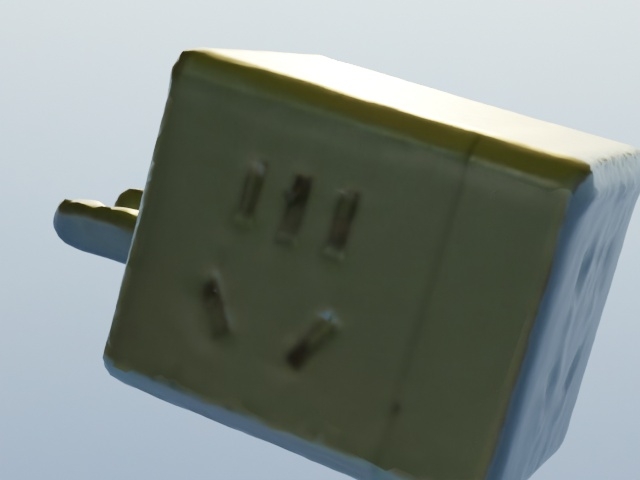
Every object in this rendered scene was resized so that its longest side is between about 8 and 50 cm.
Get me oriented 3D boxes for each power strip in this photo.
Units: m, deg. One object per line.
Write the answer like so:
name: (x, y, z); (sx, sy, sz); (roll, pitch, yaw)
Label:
power strip: (0.000, 0.000, 0.580); (0.224, 0.140, 0.139); (20, -167, 20)
